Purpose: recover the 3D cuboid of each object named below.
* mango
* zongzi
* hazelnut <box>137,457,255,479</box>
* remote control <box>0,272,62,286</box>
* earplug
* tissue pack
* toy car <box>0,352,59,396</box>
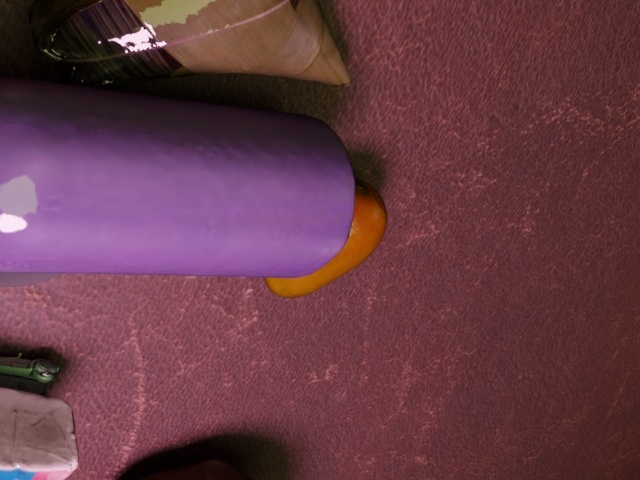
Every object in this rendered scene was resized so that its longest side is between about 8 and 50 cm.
[{"bbox_3d":[-0.001,-0.004,0.949,0.221,0.120,0.151,-36,134,3],"label":"mango"},{"bbox_3d":[-0.124,-0.211,0.726,0.289,0.154,0.317,-34,138,2],"label":"zongzi"},{"bbox_3d":[-0.216,0.568,1.068,0.365,0.366,0.366,-16,127,-22],"label":"hazelnut"},{"bbox_3d":[-0.394,-0.051,0.685,0.332,0.103,0.221,1,114,-34],"label":"remote control"},{"bbox_3d":[-0.178,-0.055,0.669,0.456,0.215,0.215,-1,121,-49],"label":"earplug"},{"bbox_3d":[-0.474,0.304,0.809,0.269,0.137,0.209,-40,135,23],"label":"tissue pack"},{"bbox_3d":[-0.434,0.183,0.849,0.143,0.054,0.073,19,111,-37],"label":"toy car"}]
